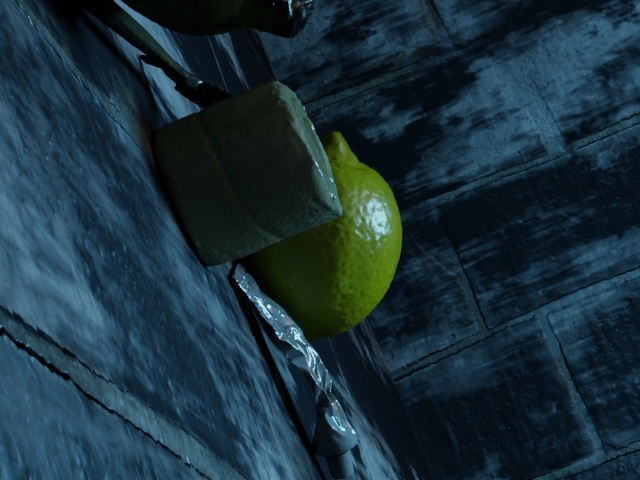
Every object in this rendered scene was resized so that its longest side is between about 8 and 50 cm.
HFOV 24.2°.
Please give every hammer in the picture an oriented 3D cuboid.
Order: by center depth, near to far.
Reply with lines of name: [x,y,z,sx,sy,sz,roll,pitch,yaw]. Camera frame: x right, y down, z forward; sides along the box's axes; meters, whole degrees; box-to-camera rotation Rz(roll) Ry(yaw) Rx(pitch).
hammer: [-0.166,-0.182,1.364,0.125,0.027,0.297,32,-2,19]

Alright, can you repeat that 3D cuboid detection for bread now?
bread: [-0.067,-0.067,1.393,0.148,0.141,0.134,-109,176,-47]

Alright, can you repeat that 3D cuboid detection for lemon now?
lemon: [0.000,0.000,1.645,0.187,0.187,0.244,-58,157,-85]

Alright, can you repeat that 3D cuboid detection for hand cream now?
hand cream: [-0.024,0.136,1.548,0.257,0.050,0.084,64,8,-10]

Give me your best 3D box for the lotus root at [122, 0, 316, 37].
lotus root: [-0.138,-0.271,1.235,0.309,0.173,0.173,44,6,-4]
